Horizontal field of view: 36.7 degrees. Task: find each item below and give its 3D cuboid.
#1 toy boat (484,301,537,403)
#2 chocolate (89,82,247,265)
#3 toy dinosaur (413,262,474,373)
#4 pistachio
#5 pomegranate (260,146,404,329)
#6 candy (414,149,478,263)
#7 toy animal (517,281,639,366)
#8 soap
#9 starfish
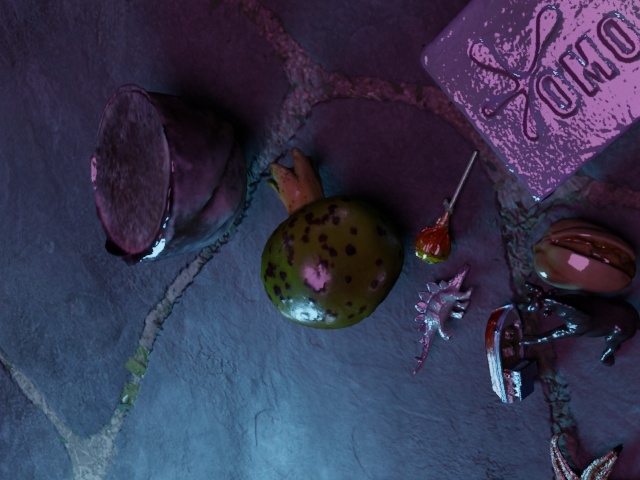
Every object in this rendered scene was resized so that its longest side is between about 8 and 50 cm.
[{"bbox_3d":[0.301,0.177,1.517,0.058,0.069,0.173,5,111,45],"label":"toy boat"},{"bbox_3d":[-0.239,-0.112,1.648,0.303,0.213,0.303,5,96,54],"label":"chocolate"},{"bbox_3d":[0.191,0.125,1.580,0.082,0.039,0.209,28,109,23],"label":"toy dinosaur"},{"bbox_3d":[0.382,0.027,1.399,0.149,0.113,0.113,23,118,16],"label":"pistachio"},{"bbox_3d":[-0.008,0.015,1.560,0.286,0.231,0.231,40,123,25],"label":"pomegranate"},{"bbox_3d":[0.205,-0.051,1.512,0.060,0.060,0.201,29,111,19],"label":"candy"},{"bbox_3d":[0.386,0.120,1.399,0.232,0.148,0.085,15,76,-8],"label":"toy animal"},{"bbox_3d":[0.328,-0.253,1.329,0.285,0.107,0.296,50,123,9],"label":"soap"},{"bbox_3d":[0.431,0.415,1.537,0.213,0.057,0.238,42,119,21],"label":"starfish"}]
